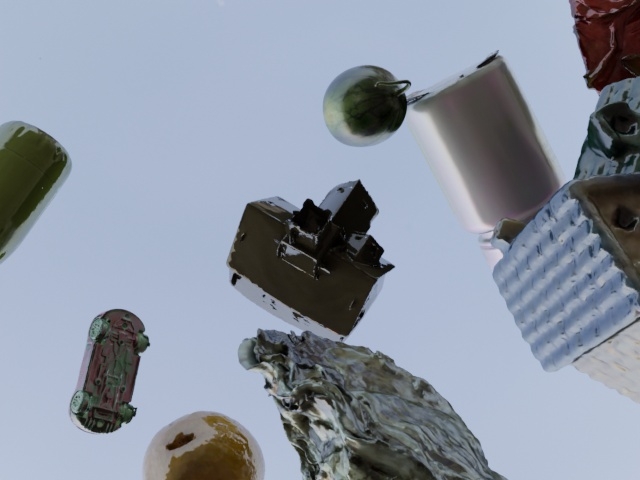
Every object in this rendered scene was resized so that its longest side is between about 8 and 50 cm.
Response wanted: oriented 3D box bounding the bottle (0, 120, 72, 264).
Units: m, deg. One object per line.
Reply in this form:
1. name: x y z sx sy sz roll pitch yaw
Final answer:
1. bottle: -0.433 -0.028 1.060 0.112 0.112 0.260 38 -116 -22

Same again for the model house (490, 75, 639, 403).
1. model house: 0.487 -0.028 1.203 0.400 0.395 0.445 25 -111 7

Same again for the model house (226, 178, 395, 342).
1. model house: 0.000 0.000 1.155 0.211 0.243 0.204 30 -111 12

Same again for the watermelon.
1. watermelon: 0.089 -0.232 1.399 0.141 0.187 0.140 10 -105 -42

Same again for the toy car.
1. toy car: -0.243 0.149 0.937 0.069 0.055 0.142 27 -117 -39

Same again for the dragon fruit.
1. dragon fruit: 0.544 -0.424 1.527 0.302 0.240 0.330 -38 -89 -20

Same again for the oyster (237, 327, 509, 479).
1. oyster: 0.037 0.105 0.413 0.064 0.177 0.125 -56 -24 21

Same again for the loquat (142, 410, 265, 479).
1. loquat: -0.201 0.395 1.400 0.208 0.208 0.208 -4 -77 -18

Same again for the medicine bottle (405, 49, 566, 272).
1. medicine bottle: 0.321 -0.136 1.514 0.214 0.213 0.378 -30 -82 -10
